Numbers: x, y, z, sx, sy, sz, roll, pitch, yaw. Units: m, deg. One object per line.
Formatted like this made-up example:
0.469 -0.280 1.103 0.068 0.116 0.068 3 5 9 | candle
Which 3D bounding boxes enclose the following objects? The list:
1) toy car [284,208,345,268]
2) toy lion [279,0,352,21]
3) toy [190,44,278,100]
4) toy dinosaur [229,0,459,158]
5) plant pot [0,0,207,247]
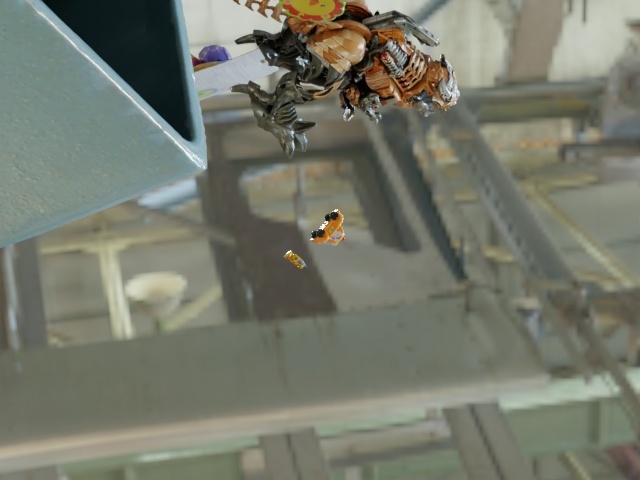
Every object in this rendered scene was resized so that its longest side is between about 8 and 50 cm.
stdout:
0.000 0.000 2.145 0.060 0.040 0.122 -55 -171 -31 | toy car
-0.013 -0.264 1.602 0.100 0.034 0.096 21 153 -30 | toy lion
-0.184 -0.222 2.063 0.237 0.056 0.137 -23 172 5 | toy
0.012 -0.233 1.810 0.218 0.322 0.164 -29 -157 43 | toy dinosaur
-0.243 -0.131 0.830 0.252 0.247 0.248 -27 -132 17 | plant pot
